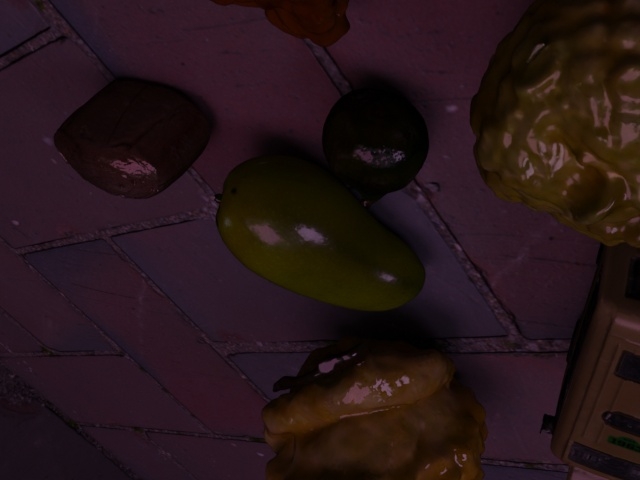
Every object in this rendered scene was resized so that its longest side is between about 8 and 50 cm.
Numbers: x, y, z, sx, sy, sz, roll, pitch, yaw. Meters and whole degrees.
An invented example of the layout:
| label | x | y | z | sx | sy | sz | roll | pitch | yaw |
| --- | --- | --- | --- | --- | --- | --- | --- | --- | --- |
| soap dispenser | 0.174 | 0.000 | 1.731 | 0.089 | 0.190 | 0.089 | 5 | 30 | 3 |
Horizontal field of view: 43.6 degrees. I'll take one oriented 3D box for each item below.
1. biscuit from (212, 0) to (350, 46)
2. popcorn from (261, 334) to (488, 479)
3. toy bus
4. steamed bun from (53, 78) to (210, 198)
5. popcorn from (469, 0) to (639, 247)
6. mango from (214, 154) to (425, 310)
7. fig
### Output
| label | x | y | z | sx | sy | sz | roll | pitch | yaw |
| --- | --- | --- | --- | --- | --- | --- | --- | --- | --- |
| biscuit | -0.101 | -0.299 | 0.662 | 0.312 | 0.111 | 0.318 | 24 | 172 | 10 |
| popcorn | 0.067 | 0.281 | 1.173 | 0.349 | 0.349 | 0.382 | 8 | 136 | 29 |
| toy bus | 0.353 | 0.129 | 0.865 | 0.176 | 0.202 | 0.365 | 15 | 144 | 19 |
| steamed bun | -0.242 | -0.125 | 1.030 | 0.175 | 0.145 | 0.106 | 22 | 147 | 20 |
| popcorn | 0.245 | -0.124 | 0.638 | 0.206 | 0.252 | 0.237 | 34 | -170 | 37 |
| mango | 0.000 | 0.000 | 1.023 | 0.293 | 0.143 | 0.175 | 30 | 142 | -19 |
| fig | 0.059 | -0.095 | 0.891 | 0.117 | 0.117 | 0.177 | 23 | 162 | 10 |
